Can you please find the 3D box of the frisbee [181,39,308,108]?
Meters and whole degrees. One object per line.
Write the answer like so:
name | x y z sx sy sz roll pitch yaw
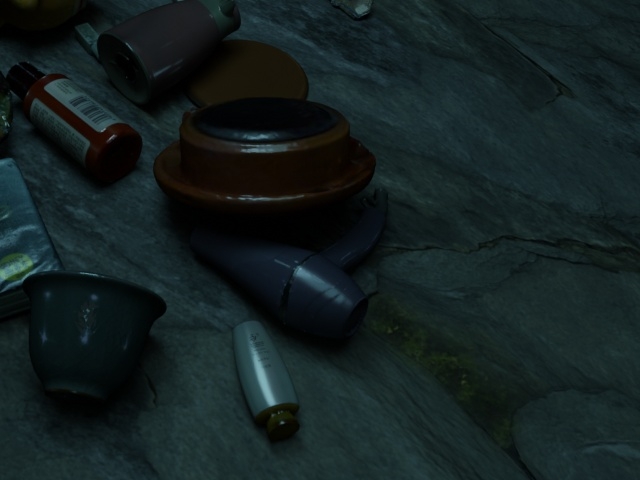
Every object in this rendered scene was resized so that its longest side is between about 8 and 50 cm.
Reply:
frisbee | -0.147 -0.316 1.693 0.251 0.021 0.250 6 48 -6

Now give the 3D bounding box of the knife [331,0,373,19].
knife | -0.025 -0.602 1.949 0.365 0.043 0.089 40 87 19

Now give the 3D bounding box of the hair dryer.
hair dryer | 0.000 0.000 1.417 0.301 0.121 0.361 27 41 24

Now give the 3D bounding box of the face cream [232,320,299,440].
face cream | -0.080 0.198 1.242 0.072 0.051 0.182 -10 51 -20

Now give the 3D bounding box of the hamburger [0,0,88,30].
hamburger | -0.568 -0.518 1.643 0.277 0.276 0.236 24 60 10

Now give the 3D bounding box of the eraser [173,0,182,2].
eraser | -0.270 -0.529 1.849 0.104 0.023 0.150 -14 53 -22

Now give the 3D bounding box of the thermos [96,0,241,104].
thermos | -0.277 -0.379 1.637 0.265 0.176 0.145 -40 107 -31

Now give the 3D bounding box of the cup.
cup | -0.321 0.143 1.179 0.199 0.199 0.149 8 67 -4

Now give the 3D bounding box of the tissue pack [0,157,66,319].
tissue pack | -0.510 0.005 1.308 0.185 0.081 0.257 -19 56 -24

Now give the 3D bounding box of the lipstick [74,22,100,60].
lipstick | -0.434 -0.372 1.679 0.030 0.030 0.129 -25 59 -28

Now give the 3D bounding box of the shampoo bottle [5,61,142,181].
shampoo bottle | -0.437 -0.217 1.496 0.278 0.104 0.104 38 53 20

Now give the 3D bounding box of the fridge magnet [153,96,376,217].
fridge magnet | -0.091 -0.136 1.414 0.364 0.155 0.363 0 25 0

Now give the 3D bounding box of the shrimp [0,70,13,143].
shrimp | -0.644 -0.248 1.479 0.272 0.085 0.444 -2 47 1
